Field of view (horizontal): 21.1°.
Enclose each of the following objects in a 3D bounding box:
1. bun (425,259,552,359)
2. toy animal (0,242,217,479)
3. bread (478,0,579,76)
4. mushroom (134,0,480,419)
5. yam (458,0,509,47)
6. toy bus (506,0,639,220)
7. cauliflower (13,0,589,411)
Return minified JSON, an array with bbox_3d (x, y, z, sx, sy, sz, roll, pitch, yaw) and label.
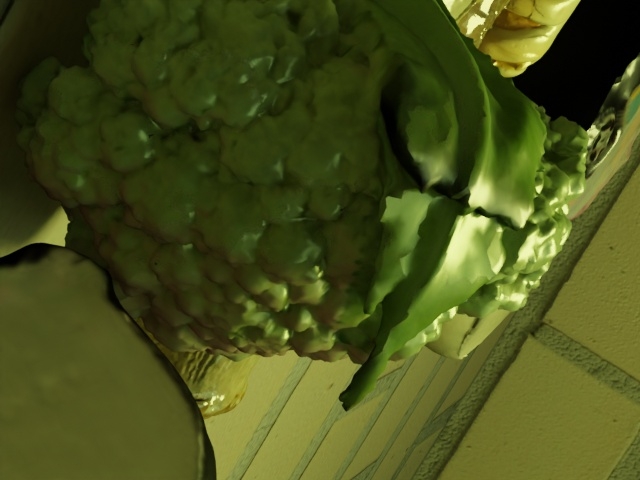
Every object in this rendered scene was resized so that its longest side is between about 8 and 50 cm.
[{"bbox_3d":[0.155,0.038,1.847,0.173,0.120,0.173,-46,167,-14],"label":"bun"},{"bbox_3d":[-0.150,0.137,0.726,0.165,0.187,0.235,-69,-178,-52],"label":"toy animal"},{"bbox_3d":[0.158,-0.207,1.276,0.119,0.084,0.177,-88,-156,-63],"label":"bread"},{"bbox_3d":[-0.016,-0.044,0.997,0.351,0.095,0.123,-56,149,11],"label":"mushroom"},{"bbox_3d":[0.164,-0.280,1.164,0.357,0.081,0.081,-57,168,5],"label":"yam"},{"bbox_3d":[0.235,-0.177,1.428,0.386,0.171,0.162,-54,154,-11],"label":"toy bus"},{"bbox_3d":[-0.002,-0.071,0.792,0.239,0.256,0.315,101,-6,-53],"label":"cauliflower"}]
